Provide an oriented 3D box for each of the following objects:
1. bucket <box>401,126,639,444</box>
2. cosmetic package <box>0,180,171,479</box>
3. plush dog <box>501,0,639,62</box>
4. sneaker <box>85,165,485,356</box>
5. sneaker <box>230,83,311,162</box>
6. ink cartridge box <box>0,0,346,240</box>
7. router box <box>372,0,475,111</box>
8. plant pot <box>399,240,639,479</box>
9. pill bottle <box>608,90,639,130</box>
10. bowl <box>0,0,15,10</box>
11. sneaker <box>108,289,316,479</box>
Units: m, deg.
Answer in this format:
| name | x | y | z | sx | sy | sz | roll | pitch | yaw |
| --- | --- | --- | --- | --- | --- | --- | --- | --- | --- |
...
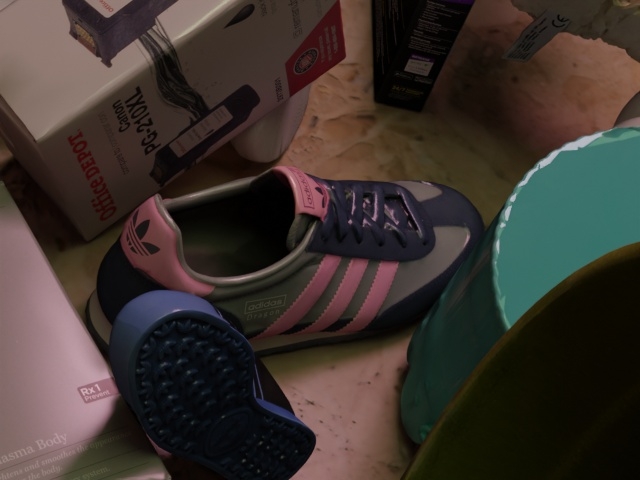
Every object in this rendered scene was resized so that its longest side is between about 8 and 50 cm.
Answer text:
| name | x | y | z | sx | sy | sz | roll | pitch | yaw |
| --- | --- | --- | --- | --- | --- | --- | --- | --- | --- |
| bucket | 0.204 | 0.074 | 1.049 | 0.281 | 0.183 | 0.281 | 5 | 61 | -8 |
| cosmetic package | -0.202 | 0.091 | 0.961 | 0.127 | 0.107 | 0.238 | -20 | 64 | -31 |
| plush dog | 0.199 | -0.279 | 1.213 | 0.210 | 0.262 | 0.225 | -1 | 55 | 15 |
| sneaker | 0.000 | 0.000 | 1.101 | 0.319 | 0.131 | 0.112 | -16 | 59 | -33 |
| sneaker | -0.053 | -0.138 | 1.250 | 0.094 | 0.080 | 0.212 | 14 | 41 | 6 |
| ink cartridge box | -0.107 | -0.128 | 1.082 | 0.237 | 0.172 | 0.100 | -37 | 70 | -10 |
| router box | 0.082 | -0.216 | 1.320 | 0.046 | 0.133 | 0.179 | 11 | 48 | -12 |
| plant pot | 0.226 | 0.242 | 0.744 | 0.353 | 0.366 | 0.366 | 29 | 45 | -13 |
| pill bottle | 0.331 | -0.076 | 1.281 | 0.162 | 0.162 | 0.278 | 44 | 49 | 17 |
| bowl | -0.251 | -0.151 | 1.182 | 0.142 | 0.053 | 0.142 | 13 | 47 | -13 |
| sneaker | -0.079 | 0.080 | 0.959 | 0.081 | 0.232 | 0.090 | -43 | 58 | -7 |
